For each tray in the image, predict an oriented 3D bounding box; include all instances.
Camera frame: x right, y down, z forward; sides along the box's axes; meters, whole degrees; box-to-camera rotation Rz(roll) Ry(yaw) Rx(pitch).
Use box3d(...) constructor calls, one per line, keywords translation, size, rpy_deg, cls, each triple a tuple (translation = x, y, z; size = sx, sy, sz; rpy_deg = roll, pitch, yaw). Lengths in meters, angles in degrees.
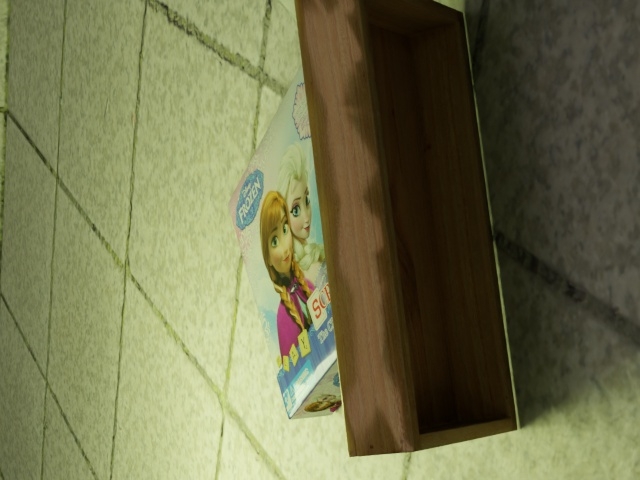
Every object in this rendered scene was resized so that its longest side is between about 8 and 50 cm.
box3d(translation=(0.079, -0.021, 1.139), size=(0.076, 0.203, 0.411), rpy_deg=(-10, 82, 33), cls="tray")

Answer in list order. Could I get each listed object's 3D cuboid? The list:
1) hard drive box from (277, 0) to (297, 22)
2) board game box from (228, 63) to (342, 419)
box3d(translation=(0.002, -0.329, 1.233), size=(0.232, 0.089, 0.181), rpy_deg=(48, 134, -1), cls="hard drive box")
box3d(translation=(0.000, 0.000, 1.466), size=(0.319, 0.066, 0.318), rpy_deg=(-57, 43, 50), cls="board game box")
